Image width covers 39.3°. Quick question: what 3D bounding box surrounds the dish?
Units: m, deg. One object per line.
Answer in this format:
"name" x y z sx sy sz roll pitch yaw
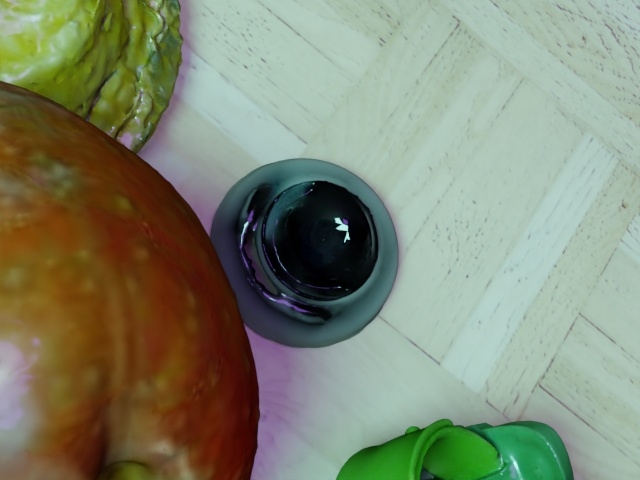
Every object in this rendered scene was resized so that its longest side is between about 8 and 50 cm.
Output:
"dish" 0.000 0.000 0.615 0.141 0.078 0.141 4 76 -17

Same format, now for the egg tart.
"egg tart" -0.226 -0.141 0.550 0.294 0.123 0.293 4 76 -16

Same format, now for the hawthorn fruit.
"hawthorn fruit" -0.158 0.069 0.437 0.285 0.284 0.284 5 75 -18

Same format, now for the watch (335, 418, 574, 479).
"watch" 0.091 0.190 0.545 0.152 0.131 0.165 -12 77 -55
